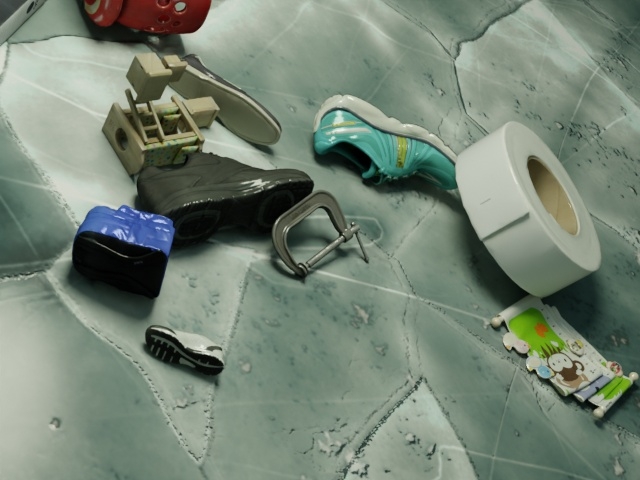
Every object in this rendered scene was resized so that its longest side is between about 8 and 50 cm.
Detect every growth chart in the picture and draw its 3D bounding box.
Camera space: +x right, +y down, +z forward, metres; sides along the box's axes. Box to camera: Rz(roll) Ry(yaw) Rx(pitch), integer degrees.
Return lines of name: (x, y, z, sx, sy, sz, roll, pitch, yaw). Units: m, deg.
growth chart: (0.389, 0.180, 1.642, 0.237, 0.021, 0.172, 44, 42, 10)

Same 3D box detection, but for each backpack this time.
backpack: (-0.253, 0.008, 1.314, 0.120, 0.098, 0.101, 13, 37, -7)

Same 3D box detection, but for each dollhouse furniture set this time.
dollhouse furniture set: (-0.191, -0.187, 1.473, 0.181, 0.161, 0.101, -16, 64, -40)

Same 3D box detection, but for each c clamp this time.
c clamp: (0.000, 0.000, 1.507, 0.160, 0.022, 0.137, -31, 107, -36)

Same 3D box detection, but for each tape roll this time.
tape roll: (0.343, -0.052, 1.689, 0.286, 0.100, 0.286, 38, 35, -33)

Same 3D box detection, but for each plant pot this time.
plant pot: (-0.279, -0.417, 1.603, 0.174, 0.191, 0.191, -9, 59, -31)

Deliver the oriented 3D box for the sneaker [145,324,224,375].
sneaker: (-0.172, 0.134, 1.302, 0.109, 0.040, 0.044, 28, 27, -15)

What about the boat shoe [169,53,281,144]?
boat shoe: (-0.141, -0.227, 1.608, 0.206, 0.075, 0.065, 33, 45, 2)

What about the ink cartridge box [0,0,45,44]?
ink cartridge box: (-0.516, -0.352, 1.477, 0.165, 0.065, 0.333, 30, 42, -7)

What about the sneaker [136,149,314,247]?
sneaker: (-0.131, -0.078, 1.468, 0.286, 0.109, 0.130, -7, 48, -42)

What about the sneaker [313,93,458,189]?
sneaker: (0.110, -0.138, 1.700, 0.275, 0.107, 0.110, 22, 67, -15)
